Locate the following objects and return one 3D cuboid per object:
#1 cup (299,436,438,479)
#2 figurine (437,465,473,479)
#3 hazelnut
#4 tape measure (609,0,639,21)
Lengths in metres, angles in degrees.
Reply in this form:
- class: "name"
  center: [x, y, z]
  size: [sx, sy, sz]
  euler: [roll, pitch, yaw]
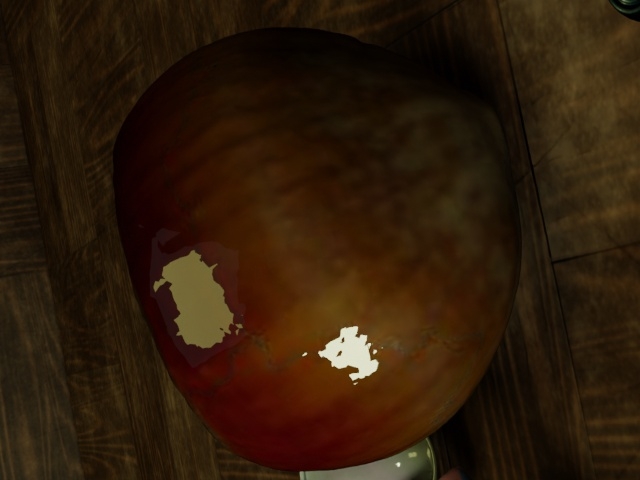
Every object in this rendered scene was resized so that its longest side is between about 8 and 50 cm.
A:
- class: "cup"
  center: [0.072, 0.237, 1.255]
  size: [0.142, 0.173, 0.134]
  euler: [58, -131, -79]
- class: "figurine"
  center: [0.179, 0.300, 0.991]
  size: [0.275, 0.158, 0.161]
  euler: [54, 170, 45]
- class: "hazelnut"
  center: [0.000, 0.000, 1.104]
  size: [0.359, 0.359, 0.409]
  euler: [119, 140, -54]
- class: "tape measure"
  center: [0.228, -0.196, 0.845]
  size: [0.091, 0.054, 0.094]
  euler: [117, 144, -54]
